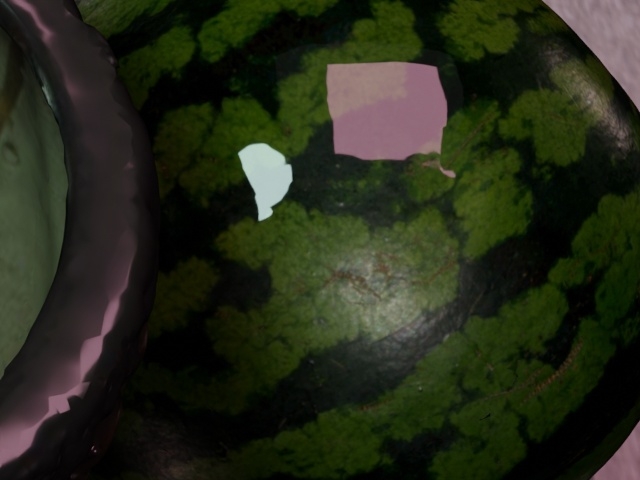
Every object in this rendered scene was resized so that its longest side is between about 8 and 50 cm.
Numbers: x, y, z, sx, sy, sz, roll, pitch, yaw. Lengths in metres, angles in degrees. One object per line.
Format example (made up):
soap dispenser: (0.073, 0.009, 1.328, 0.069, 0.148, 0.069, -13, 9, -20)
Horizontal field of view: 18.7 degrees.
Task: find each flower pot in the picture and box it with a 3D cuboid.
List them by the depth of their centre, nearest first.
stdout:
flower pot: (-0.203, 0.043, 0.642, 0.266, 0.267, 0.267, 8, 58, -12)

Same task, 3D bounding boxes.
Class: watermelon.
watermelon: (0.000, 0.000, 0.801, 0.285, 0.285, 0.285, 15, 46, -16)
